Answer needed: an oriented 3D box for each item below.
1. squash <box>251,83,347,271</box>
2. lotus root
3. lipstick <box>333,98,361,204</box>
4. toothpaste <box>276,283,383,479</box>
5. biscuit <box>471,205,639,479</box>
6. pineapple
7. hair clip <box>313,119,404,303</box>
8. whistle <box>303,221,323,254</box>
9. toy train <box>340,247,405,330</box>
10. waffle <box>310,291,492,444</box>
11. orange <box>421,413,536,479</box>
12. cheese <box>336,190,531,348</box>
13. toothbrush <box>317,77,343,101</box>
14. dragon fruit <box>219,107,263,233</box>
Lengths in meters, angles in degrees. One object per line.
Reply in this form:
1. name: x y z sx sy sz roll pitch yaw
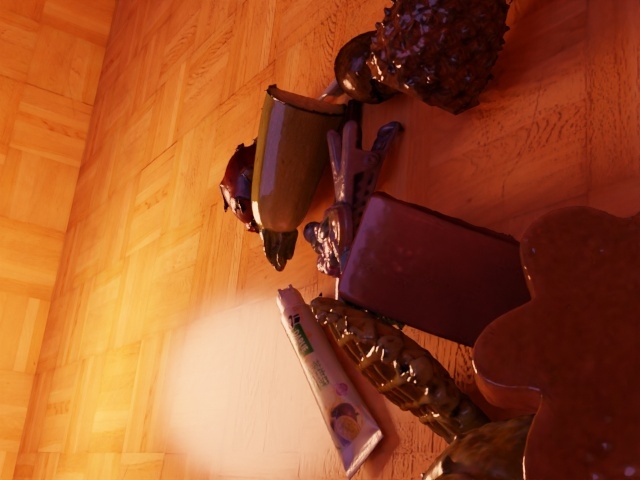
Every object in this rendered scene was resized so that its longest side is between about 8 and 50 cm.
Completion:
1. squash: -0.055 -0.103 1.199 0.137 0.137 0.288 -1 70 60
2. lotus root: 0.063 -0.254 1.151 0.108 0.094 0.190 -37 25 -7
3. lipstick: 0.044 -0.136 1.188 0.027 0.027 0.177 -22 55 55
4. toothpaste: 0.003 0.176 1.073 0.314 0.055 0.058 -120 13 -49
5. biscuit: 0.247 0.097 0.557 0.275 0.052 0.355 -16 42 18
6. pineapple: 0.194 -0.322 0.890 0.365 0.165 0.165 -60 32 18
7. hair clip: 0.035 -0.041 1.085 0.137 0.090 0.279 175 110 -68
8. whistle: 0.000 0.000 1.179 0.035 0.035 0.100 -63 32 17
9. toy train: 0.065 0.061 0.931 0.038 0.148 0.071 -7 68 28
10. waffle: 0.084 0.136 0.807 0.054 0.208 0.214 -47 40 -12
11. orange: 0.148 0.309 0.592 0.270 0.210 0.369 -8 66 46
12. cheese: 0.107 0.020 0.836 0.203 0.177 0.128 31 101 59
13. toothbrush: -0.035 -0.196 1.360 0.288 0.024 0.021 -38 42 49
14. dragon fruit: -0.097 -0.125 1.336 0.125 0.125 0.246 139 144 -59
